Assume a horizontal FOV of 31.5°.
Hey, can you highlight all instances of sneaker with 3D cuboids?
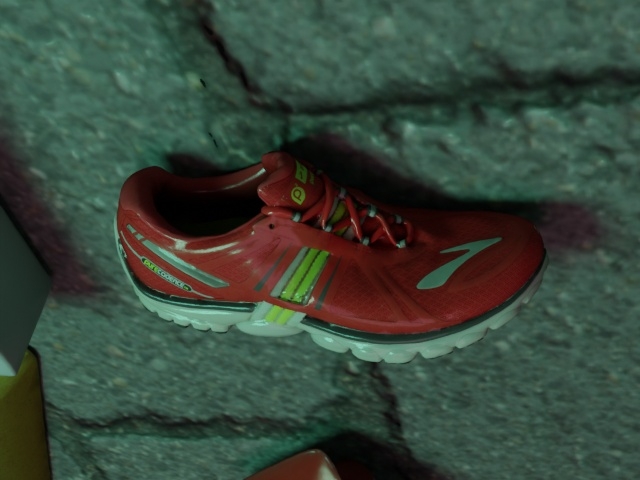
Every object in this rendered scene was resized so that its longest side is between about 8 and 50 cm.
[{"bbox_3d":[0.000,0.000,0.706,0.279,0.107,0.118,1,131,12],"label":"sneaker"}]

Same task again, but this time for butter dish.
[{"bbox_3d":[0.018,0.261,1.023,0.160,0.118,0.160,-35,78,43],"label":"butter dish"}]

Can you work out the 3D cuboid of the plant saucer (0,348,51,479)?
[{"bbox_3d":[-0.431,0.180,1.070,0.332,0.081,0.333,12,142,0],"label":"plant saucer"}]

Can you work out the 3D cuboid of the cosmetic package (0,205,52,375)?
[{"bbox_3d":[-0.389,-0.051,0.753,0.284,0.097,0.377,-2,140,16],"label":"cosmetic package"}]
